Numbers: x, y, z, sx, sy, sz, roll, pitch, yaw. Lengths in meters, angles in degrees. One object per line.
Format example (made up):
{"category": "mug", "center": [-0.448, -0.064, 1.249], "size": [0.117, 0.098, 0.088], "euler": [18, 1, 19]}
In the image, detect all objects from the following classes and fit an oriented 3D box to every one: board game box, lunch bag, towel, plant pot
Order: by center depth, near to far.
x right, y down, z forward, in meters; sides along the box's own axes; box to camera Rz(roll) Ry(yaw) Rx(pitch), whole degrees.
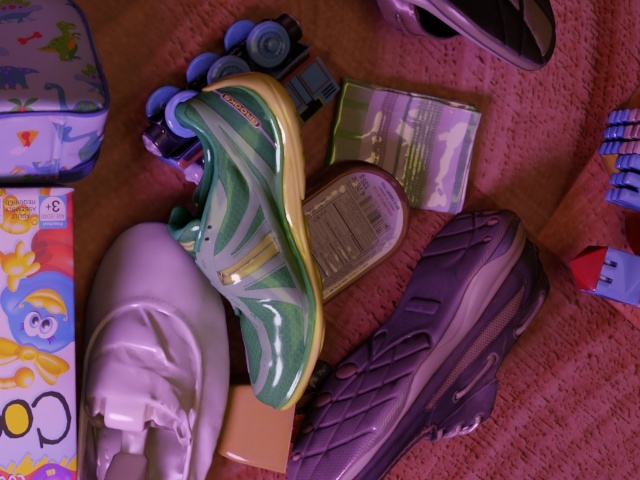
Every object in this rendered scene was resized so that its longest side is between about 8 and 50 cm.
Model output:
{"category": "lunch bag", "center": [-0.288, -0.129, 1.147], "size": [0.219, 0.176, 0.090], "euler": [-5, 139, -23]}
{"category": "board game box", "center": [-0.288, 0.090, 1.176], "size": [0.142, 0.144, 0.275], "euler": [-2, 95, -21]}
{"category": "plant pot", "center": [-0.068, 0.165, 1.308], "size": [0.083, 0.081, 0.082], "euler": [9, 92, -3]}
{"category": "towel", "center": [0.081, -0.091, 1.372], "size": [0.152, 0.023, 0.113], "euler": [10, 91, -22]}

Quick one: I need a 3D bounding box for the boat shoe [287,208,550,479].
{"category": "boat shoe", "center": [0.111, 0.134, 1.345], "size": [0.130, 0.132, 0.355], "euler": [43, 77, -23]}

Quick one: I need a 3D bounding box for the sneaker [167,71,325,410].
{"category": "sneaker", "center": [-0.070, 0.005, 1.224], "size": [0.123, 0.109, 0.296], "euler": [-11, 99, -16]}

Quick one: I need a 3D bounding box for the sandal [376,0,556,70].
{"category": "sandal", "center": [0.087, -0.250, 1.331], "size": [0.302, 0.086, 0.120], "euler": [25, 58, -5]}

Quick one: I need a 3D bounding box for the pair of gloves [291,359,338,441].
{"category": "pair of gloves", "center": [-0.010, 0.157, 1.366], "size": [0.074, 0.010, 0.083], "euler": [10, 90, -22]}

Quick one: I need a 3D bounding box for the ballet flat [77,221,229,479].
{"category": "ballet flat", "center": [-0.161, 0.186, 1.230], "size": [0.139, 0.139, 0.400], "euler": [6, 94, -22]}

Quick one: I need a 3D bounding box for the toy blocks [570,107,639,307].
{"category": "toy blocks", "center": [0.402, -0.056, 1.440], "size": [0.260, 0.191, 0.381], "euler": [18, 89, -11]}

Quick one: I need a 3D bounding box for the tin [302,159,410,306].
{"category": "tin", "center": [0.000, 0.000, 1.333], "size": [0.189, 0.040, 0.106], "euler": [-36, 105, -9]}

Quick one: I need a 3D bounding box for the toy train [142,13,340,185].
{"category": "toy train", "center": [-0.075, -0.125, 1.279], "size": [0.184, 0.080, 0.105], "euler": [-43, 114, -13]}
